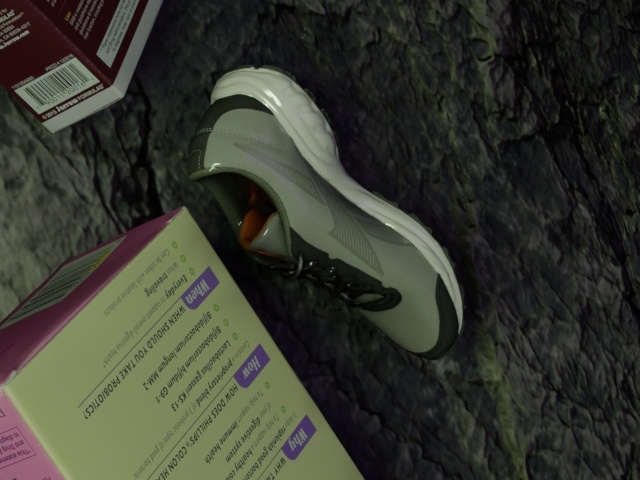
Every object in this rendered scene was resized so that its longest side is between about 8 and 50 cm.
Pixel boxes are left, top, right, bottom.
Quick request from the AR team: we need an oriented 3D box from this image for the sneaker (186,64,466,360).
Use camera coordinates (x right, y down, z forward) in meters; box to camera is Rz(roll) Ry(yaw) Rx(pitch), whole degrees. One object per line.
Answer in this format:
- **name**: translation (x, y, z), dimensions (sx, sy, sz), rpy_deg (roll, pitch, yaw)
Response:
- **sneaker**: translation (0.000, 0.000, 1.353), dimensions (0.271, 0.100, 0.108), rpy_deg (46, 54, -22)

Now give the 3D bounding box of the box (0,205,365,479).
- **box**: translation (-0.104, 0.143, 1.103), dimensions (0.243, 0.117, 0.213), rpy_deg (57, 36, -13)

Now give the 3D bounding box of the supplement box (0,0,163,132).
- **supplement box**: translation (-0.212, -0.198, 1.188), dimensions (0.239, 0.073, 0.130), rpy_deg (46, 39, -28)
